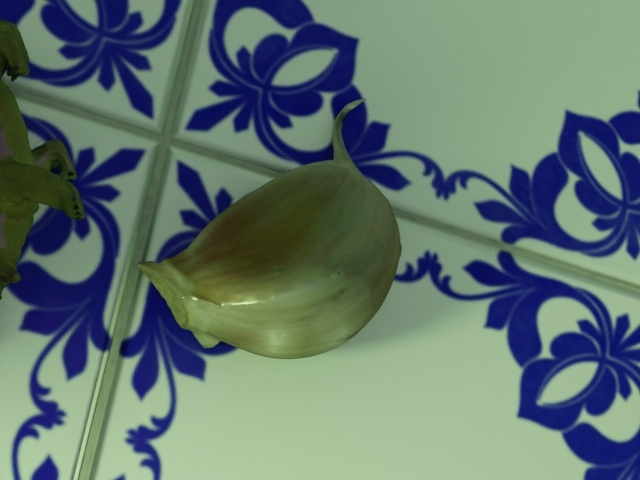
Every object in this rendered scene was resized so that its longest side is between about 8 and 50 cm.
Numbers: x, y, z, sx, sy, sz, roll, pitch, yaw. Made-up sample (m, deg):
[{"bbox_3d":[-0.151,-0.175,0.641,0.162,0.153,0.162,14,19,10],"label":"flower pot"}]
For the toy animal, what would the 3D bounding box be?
[{"bbox_3d":[-0.252,-0.067,1.367,0.101,0.103,0.218,-22,85,-5],"label":"toy animal"}]

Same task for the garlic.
[{"bbox_3d":[0.004,0.000,1.442,0.266,0.128,0.148,-42,104,-36],"label":"garlic"}]
